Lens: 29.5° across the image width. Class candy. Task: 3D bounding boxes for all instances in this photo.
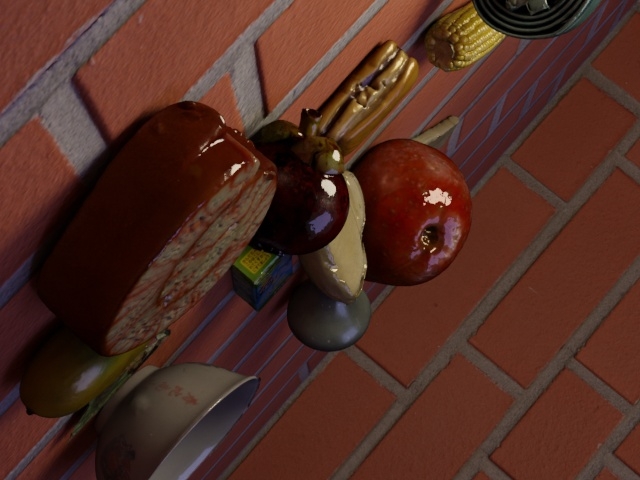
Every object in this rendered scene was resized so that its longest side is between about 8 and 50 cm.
[{"bbox_3d":[-0.099,0.050,2.068,0.097,0.062,0.194,-48,169,-14],"label":"candy"}]

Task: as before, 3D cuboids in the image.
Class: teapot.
[{"bbox_3d":[0.020,0.113,2.537,0.183,0.183,0.251,-45,158,-27],"label":"teapot"}]

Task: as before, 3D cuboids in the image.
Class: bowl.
[{"bbox_3d":[-0.269,0.308,2.000,0.345,0.157,0.345,-48,170,-11],"label":"bowl"}]

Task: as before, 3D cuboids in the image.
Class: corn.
[{"bbox_3d":[0.258,-0.354,2.055,0.244,0.093,0.093,-37,163,-49],"label":"corn"}]

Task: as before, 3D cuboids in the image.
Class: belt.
[{"bbox_3d":[0.335,-0.428,1.808,0.116,0.206,0.267,-30,148,-60],"label":"belt"}]

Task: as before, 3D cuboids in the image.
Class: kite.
[{"bbox_3d":[-0.293,0.176,1.837,0.323,0.013,0.268,-57,169,24],"label":"kite"}]

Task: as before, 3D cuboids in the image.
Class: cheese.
[{"bbox_3d":[0.201,-0.189,2.561,0.085,0.034,0.400,-56,168,29],"label":"cheese"}]

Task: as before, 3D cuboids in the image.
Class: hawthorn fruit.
[{"bbox_3d":[0.145,-0.049,2.249,0.284,0.284,0.284,-48,169,-12],"label":"hawthorn fruit"}]

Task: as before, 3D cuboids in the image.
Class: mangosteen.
[{"bbox_3d":[-0.041,-0.077,1.590,0.200,0.200,0.200,-48,169,-12],"label":"mangosteen"}]

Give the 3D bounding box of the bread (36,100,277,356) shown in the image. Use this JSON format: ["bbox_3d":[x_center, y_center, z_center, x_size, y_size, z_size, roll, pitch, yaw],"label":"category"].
[{"bbox_3d":[-0.180,-0.007,1.381,0.295,0.114,0.327,-50,171,1],"label":"bread"}]

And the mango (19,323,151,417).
[{"bbox_3d":[-0.285,0.142,1.538,0.137,0.091,0.237,-50,171,33],"label":"mango"}]

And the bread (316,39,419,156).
[{"bbox_3d":[0.065,-0.208,1.834,0.200,0.077,0.116,-48,177,-8],"label":"bread"}]

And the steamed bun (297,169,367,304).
[{"bbox_3d":[0.004,-0.024,2.053,0.110,0.231,0.212,-9,-153,24],"label":"steamed bun"}]
